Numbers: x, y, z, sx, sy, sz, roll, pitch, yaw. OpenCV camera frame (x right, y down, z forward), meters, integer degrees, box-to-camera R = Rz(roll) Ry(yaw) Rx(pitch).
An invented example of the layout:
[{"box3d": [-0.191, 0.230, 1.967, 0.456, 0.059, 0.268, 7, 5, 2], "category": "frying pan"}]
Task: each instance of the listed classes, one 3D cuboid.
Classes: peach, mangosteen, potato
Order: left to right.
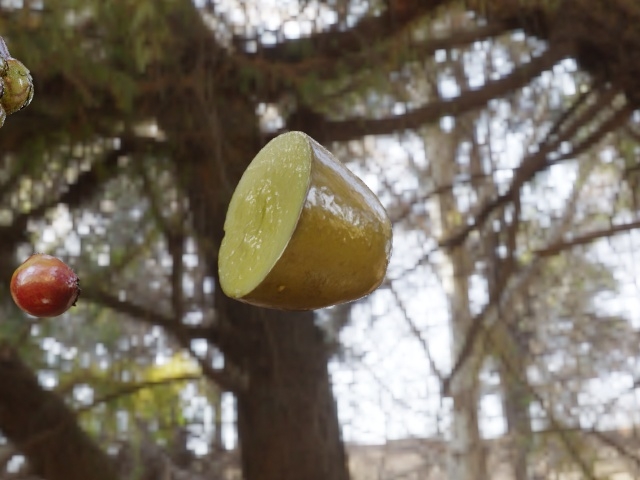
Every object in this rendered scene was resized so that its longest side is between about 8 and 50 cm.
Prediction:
[{"box3d": [-0.417, -0.180, 1.644, 0.180, 0.166, 0.166, 21, -4, 37], "category": "mangosteen"}, {"box3d": [-0.371, 0.068, 1.922, 0.098, 0.098, 0.061, -15, 17, 31], "category": "peach"}, {"box3d": [0.000, 0.000, 1.493, 0.158, 0.178, 0.203, 27, 13, -20], "category": "potato"}]
